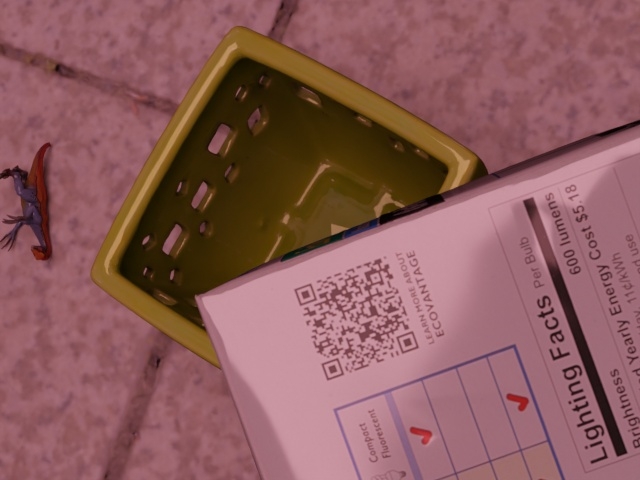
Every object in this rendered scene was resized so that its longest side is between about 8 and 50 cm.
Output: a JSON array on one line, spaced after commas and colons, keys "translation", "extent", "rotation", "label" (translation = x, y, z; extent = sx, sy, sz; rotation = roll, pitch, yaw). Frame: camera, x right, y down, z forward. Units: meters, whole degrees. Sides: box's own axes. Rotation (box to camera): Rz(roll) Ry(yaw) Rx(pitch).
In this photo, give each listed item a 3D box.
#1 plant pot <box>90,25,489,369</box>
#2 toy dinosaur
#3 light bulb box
[{"translation": [0.000, 0.000, 1.500], "extent": [0.227, 0.207, 0.228], "rotation": [31, 92, 21], "label": "plant pot"}, {"translation": [-0.244, -0.027, 1.676], "extent": [0.090, 0.047, 0.082], "rotation": [-38, 90, -2], "label": "toy dinosaur"}, {"translation": [0.154, 0.130, 1.251], "extent": [0.361, 0.225, 0.357], "rotation": [-20, 89, 3], "label": "light bulb box"}]
